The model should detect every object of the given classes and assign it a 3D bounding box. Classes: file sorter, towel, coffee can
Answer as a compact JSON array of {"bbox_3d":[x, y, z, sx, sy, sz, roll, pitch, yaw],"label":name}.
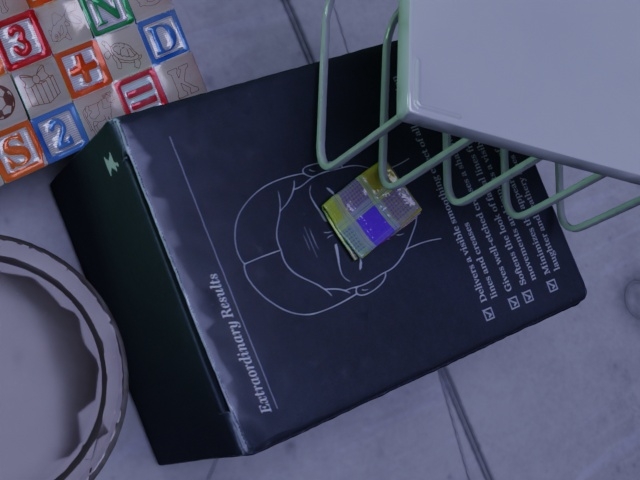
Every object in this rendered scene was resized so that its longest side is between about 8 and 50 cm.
[{"bbox_3d":[0.150,-0.132,0.979,0.278,0.173,0.192,12,68,-25],"label":"file sorter"},{"bbox_3d":[0.044,-0.027,0.996,0.083,0.009,0.060,-36,95,-30],"label":"towel"},{"bbox_3d":[-0.283,0.122,0.882,0.202,0.275,0.201,7,74,-25],"label":"coffee can"}]

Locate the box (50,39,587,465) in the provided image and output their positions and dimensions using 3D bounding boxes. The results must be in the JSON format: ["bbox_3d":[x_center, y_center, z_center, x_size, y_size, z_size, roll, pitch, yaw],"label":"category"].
[{"bbox_3d":[0.000,0.000,1.094,0.395,0.212,0.293,-20,87,-30],"label":"box"}]

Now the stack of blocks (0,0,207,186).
[{"bbox_3d":[-0.269,-0.151,1.024,0.297,0.087,0.171,-30,107,-28],"label":"stack of blocks"}]
